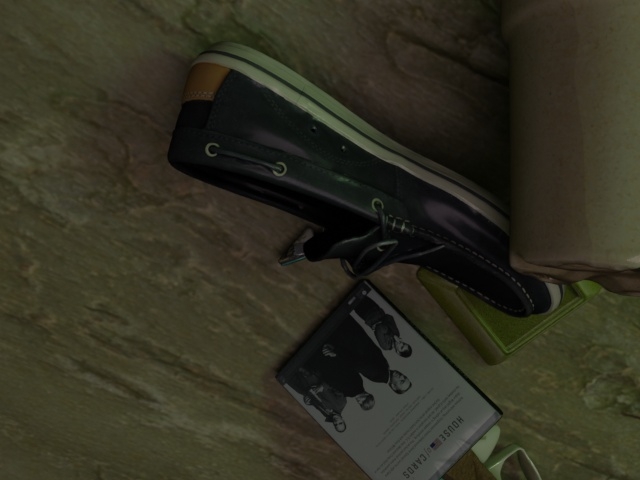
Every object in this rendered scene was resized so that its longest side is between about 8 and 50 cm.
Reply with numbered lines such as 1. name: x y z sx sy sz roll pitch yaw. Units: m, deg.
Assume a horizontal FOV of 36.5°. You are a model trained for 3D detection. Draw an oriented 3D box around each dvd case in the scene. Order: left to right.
1. dvd case: 0.082 0.194 1.221 0.238 0.029 0.179 45 102 13

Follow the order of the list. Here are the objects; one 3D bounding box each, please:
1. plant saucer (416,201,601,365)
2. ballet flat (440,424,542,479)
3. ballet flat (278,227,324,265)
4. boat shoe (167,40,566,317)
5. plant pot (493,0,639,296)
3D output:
1. plant saucer: 0.252 0.059 1.251 0.188 0.045 0.188 -37 113 8
2. ballet flat: 0.224 0.319 1.333 0.342 0.116 0.124 44 80 -22
3. ballet flat: 0.000 0.000 1.196 0.114 0.041 0.041 -15 114 -3
4. boat shoe: 0.052 -0.030 1.092 0.500 0.187 0.156 31 75 -14
5. plant pot: 0.321 -0.105 0.977 0.334 0.334 0.305 10 83 -13
